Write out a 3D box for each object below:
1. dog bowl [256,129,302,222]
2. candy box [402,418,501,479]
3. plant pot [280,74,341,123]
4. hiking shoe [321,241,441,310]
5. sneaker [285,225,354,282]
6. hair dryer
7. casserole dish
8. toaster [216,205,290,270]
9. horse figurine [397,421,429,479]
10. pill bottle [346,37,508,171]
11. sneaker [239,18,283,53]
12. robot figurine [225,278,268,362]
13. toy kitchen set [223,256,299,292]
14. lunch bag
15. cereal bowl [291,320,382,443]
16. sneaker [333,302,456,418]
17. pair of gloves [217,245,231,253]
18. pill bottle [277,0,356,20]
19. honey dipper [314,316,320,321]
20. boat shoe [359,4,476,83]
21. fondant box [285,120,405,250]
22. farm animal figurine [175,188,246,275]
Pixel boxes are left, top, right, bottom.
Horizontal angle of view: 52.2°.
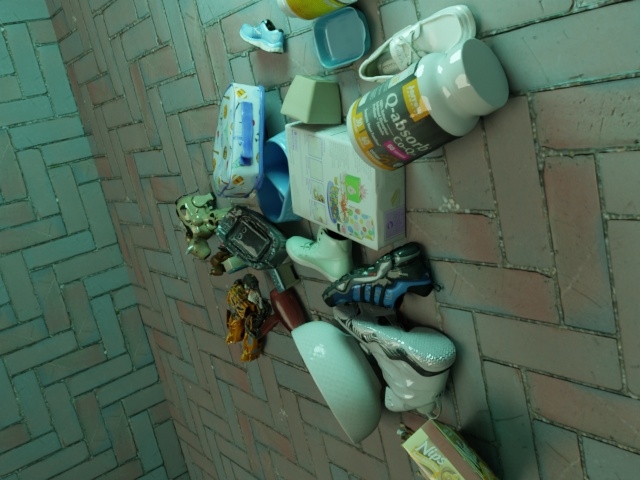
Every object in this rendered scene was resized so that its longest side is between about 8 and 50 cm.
[{"bbox_3d":[-0.103,-0.168,1.791,0.166,0.074,0.297,49,142,28],"label":"dog bowl"},{"bbox_3d":[0.300,0.494,1.405,0.183,0.087,0.316,47,-178,30],"label":"candy box"},{"bbox_3d":[-0.017,-0.336,1.546,0.109,0.109,0.096,31,120,44],"label":"plant pot"},{"bbox_3d":[0.126,0.119,1.538,0.304,0.113,0.132,-29,90,41],"label":"hiking shoe"},{"bbox_3d":[0.001,0.000,1.723,0.256,0.094,0.151,28,127,44],"label":"sneaker"},{"bbox_3d":[-0.131,0.237,2.051,0.294,0.080,0.223,26,127,42],"label":"hair dryer"},{"bbox_3d":[0.050,-0.447,1.441,0.188,0.037,0.114,3,110,54],"label":"casserole dish"},{"bbox_3d":[-0.174,0.000,1.860,0.227,0.146,0.129,37,100,16],"label":"toaster"},{"bbox_3d":[0.263,0.561,1.625,0.263,0.066,0.174,61,168,-1],"label":"horse figurine"},{"bbox_3d":[0.193,-0.246,1.209,0.278,0.162,0.162,-25,87,46],"label":"pill bottle"},{"bbox_3d":[-0.143,-0.531,1.671,0.162,0.063,0.073,34,116,36],"label":"sneaker"},{"bbox_3d":[-0.263,0.277,2.271,0.211,0.085,0.290,39,138,36],"label":"robot figurine"},{"bbox_3d":[-0.184,0.099,2.017,0.207,0.122,0.166,-30,82,58],"label":"toy kitchen set"},{"bbox_3d":[-0.213,-0.259,1.763,0.243,0.115,0.303,157,113,-68],"label":"lunch bag"},{"bbox_3d":[0.064,0.355,1.733,0.338,0.141,0.339,61,176,7],"label":"cereal bowl"},{"bbox_3d":[0.165,0.284,1.597,0.366,0.137,0.210,25,125,43],"label":"sneaker"},{"bbox_3d":[-0.284,0.016,2.072,0.083,0.074,0.010,123,159,-48],"label":"pair of gloves"},{"bbox_3d":[-0.004,-0.541,1.390,0.215,0.117,0.117,3,111,55],"label":"pill bottle"},{"bbox_3d":[-0.012,0.298,1.969,0.030,0.031,0.160,35,132,41],"label":"honey dipper"},{"bbox_3d":[0.176,-0.359,1.250,0.277,0.096,0.098,-19,90,57],"label":"boat shoe"},{"bbox_3d":[0.055,-0.144,1.555,0.330,0.096,0.238,27,129,48],"label":"fondant box"},{"bbox_3d":[-0.386,-0.037,2.188,0.326,0.172,0.330,50,143,26],"label":"farm animal figurine"}]
